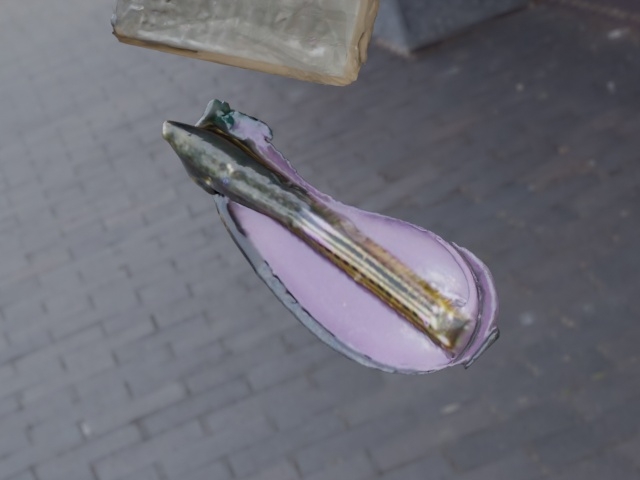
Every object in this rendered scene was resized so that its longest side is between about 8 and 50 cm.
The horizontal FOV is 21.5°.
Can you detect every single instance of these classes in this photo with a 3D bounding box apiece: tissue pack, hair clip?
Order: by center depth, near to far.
[{"bbox_3d":[-0.001,0.002,1.392,0.358,0.095,0.110,38,71,25],"label":"hair clip"},{"bbox_3d":[-0.037,-0.305,1.413,0.238,0.238,0.305,-15,30,17],"label":"tissue pack"}]
